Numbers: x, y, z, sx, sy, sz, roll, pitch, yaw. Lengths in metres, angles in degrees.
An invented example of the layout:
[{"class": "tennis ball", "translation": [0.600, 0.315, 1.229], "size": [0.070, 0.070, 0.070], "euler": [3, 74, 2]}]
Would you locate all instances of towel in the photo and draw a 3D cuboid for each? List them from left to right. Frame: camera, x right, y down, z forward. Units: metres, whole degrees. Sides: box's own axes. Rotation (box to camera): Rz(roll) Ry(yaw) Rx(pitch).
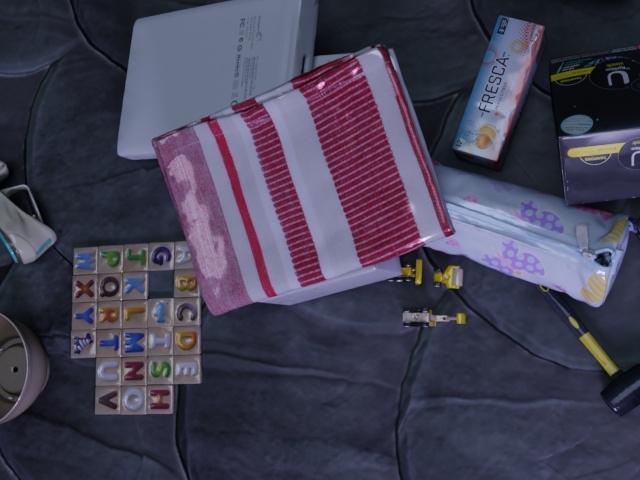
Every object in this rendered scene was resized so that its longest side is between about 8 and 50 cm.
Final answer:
[{"class": "towel", "translation": [-0.031, -0.065, 1.072], "size": [0.329, 0.037, 0.237], "euler": [-19, 90, 23]}]

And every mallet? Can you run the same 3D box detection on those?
[{"class": "mallet", "translation": [0.327, 0.114, 1.082], "size": [0.062, 0.039, 0.189], "euler": [-32, 71, 10]}]

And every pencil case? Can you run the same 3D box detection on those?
[{"class": "pencil case", "translation": [0.227, -0.012, 1.081], "size": [0.273, 0.124, 0.113], "euler": [19, 109, 19]}]

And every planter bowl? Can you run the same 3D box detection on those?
[{"class": "planter bowl", "translation": [-0.444, 0.177, 1.251], "size": [0.162, 0.109, 0.162], "euler": [-2, 81, 15]}]

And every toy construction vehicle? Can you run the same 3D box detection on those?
[{"class": "toy construction vehicle", "translation": [0.135, 0.067, 1.145], "size": [0.098, 0.035, 0.085], "euler": [-4, 79, 23]}]

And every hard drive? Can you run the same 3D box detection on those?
[{"class": "hard drive", "translation": [-0.144, -0.214, 1.206], "size": [0.308, 0.040, 0.203], "euler": [1, 81, 38]}]

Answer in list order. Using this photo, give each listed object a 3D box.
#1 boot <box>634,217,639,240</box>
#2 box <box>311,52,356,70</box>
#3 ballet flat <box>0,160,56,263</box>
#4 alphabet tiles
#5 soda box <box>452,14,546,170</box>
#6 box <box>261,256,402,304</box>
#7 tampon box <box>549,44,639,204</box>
[{"class": "boot", "translation": [0.495, 0.003, 1.036], "size": [0.246, 0.083, 0.161], "euler": [37, 100, 23]}, {"class": "box", "translation": [0.019, -0.178, 1.177], "size": [0.087, 0.101, 0.102], "euler": [-1, 80, 17]}, {"class": "ballet flat", "translation": [-0.473, -0.069, 1.322], "size": [0.086, 0.086, 0.248], "euler": [-45, 74, 5]}, {"class": "alphabet tiles", "translation": [-0.258, 0.121, 1.259], "size": [0.198, 0.009, 0.237], "euler": [-4, 80, 15]}, {"class": "soda box", "translation": [0.226, -0.184, 1.142], "size": [0.063, 0.058, 0.183], "euler": [19, 86, 18]}, {"class": "box", "translation": [0.000, 0.000, 1.148], "size": [0.171, 0.091, 0.130], "euler": [-16, 77, 23]}, {"class": "tampon box", "translation": [0.331, -0.134, 1.042], "size": [0.120, 0.101, 0.161], "euler": [-7, 41, 14]}]
